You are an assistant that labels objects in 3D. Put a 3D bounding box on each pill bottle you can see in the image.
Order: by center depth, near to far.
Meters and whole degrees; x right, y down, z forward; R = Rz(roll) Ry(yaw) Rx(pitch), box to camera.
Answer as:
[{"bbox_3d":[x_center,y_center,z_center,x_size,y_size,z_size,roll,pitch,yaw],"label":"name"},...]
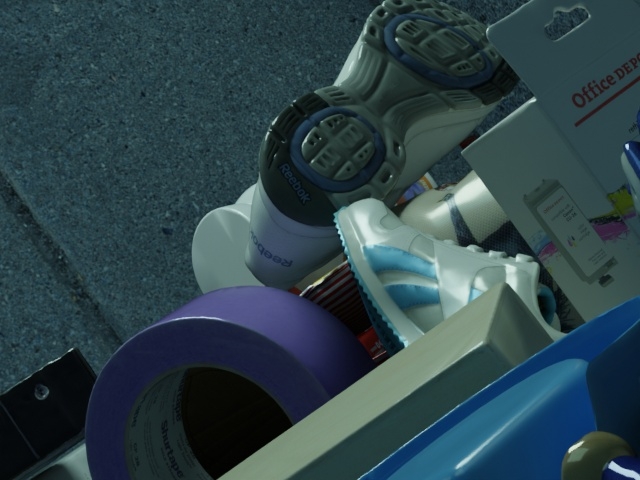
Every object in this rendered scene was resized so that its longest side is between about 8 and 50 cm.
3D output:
[{"bbox_3d":[0.000,0.000,1.530,0.216,0.121,0.121,-15,-16,-46],"label":"pill bottle"}]

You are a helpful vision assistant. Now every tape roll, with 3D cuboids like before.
[{"bbox_3d":[-0.052,0.129,1.173,0.189,0.189,0.080,-37,-3,26],"label":"tape roll"}]

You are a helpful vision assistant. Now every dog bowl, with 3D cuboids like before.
[{"bbox_3d":[0.029,0.124,0.600,0.297,0.074,0.166,-35,-2,-38],"label":"dog bowl"}]

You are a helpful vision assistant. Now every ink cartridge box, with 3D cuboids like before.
[{"bbox_3d":[0.156,-0.034,0.931,0.115,0.198,0.067,-34,-2,-41],"label":"ink cartridge box"}]

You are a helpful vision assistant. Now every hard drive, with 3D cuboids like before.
[{"bbox_3d":[-0.311,0.202,1.348,0.339,0.064,0.237,-33,-1,-13],"label":"hard drive"}]

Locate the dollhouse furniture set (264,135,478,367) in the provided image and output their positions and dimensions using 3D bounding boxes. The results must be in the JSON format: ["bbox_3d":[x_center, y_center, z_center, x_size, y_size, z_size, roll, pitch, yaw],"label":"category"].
[{"bbox_3d":[0.123,0.066,1.466,0.201,0.152,0.374,-36,-19,8],"label":"dollhouse furniture set"}]

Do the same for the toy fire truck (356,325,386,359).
[{"bbox_3d":[-0.005,0.076,1.659,0.158,0.246,0.217,-37,-2,21],"label":"toy fire truck"}]

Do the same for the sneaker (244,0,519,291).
[{"bbox_3d":[0.034,-0.074,1.274,0.297,0.111,0.129,-39,-13,-42],"label":"sneaker"}]

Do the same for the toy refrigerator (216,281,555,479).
[{"bbox_3d":[0.003,0.141,0.846,0.269,0.094,0.102,-37,5,17],"label":"toy refrigerator"}]

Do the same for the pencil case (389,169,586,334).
[{"bbox_3d":[0.219,-0.049,1.151,0.410,0.160,0.183,-36,-1,16],"label":"pencil case"}]

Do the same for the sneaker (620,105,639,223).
[{"bbox_3d":[0.170,-0.009,0.679,0.112,0.131,0.296,-37,-3,-9],"label":"sneaker"}]

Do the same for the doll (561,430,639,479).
[{"bbox_3d":[0.145,0.052,0.482,0.129,0.046,0.189,-23,-2,-35],"label":"doll"}]

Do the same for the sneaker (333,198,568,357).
[{"bbox_3d":[0.083,0.043,1.048,0.092,0.087,0.228,-31,43,-8],"label":"sneaker"}]

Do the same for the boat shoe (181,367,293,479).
[{"bbox_3d":[-0.072,0.119,1.404,0.123,0.123,0.342,-35,-27,8],"label":"boat shoe"}]

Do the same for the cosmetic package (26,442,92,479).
[{"bbox_3d":[-0.268,0.309,1.429,0.230,0.161,0.453,-35,-2,6],"label":"cosmetic package"}]
